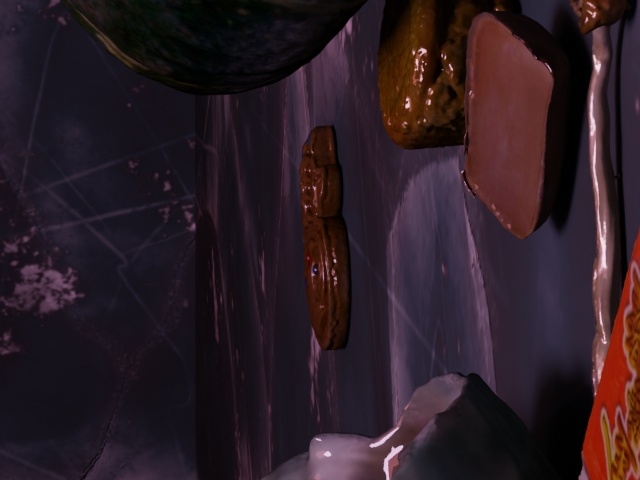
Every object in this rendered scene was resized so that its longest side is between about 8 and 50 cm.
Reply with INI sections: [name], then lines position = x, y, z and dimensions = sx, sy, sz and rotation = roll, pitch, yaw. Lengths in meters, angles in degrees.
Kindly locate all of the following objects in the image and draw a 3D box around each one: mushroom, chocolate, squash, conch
[mushroom]
position = 0.112, 0.036, 0.743
dimensions = 0.026, 0.028, 0.286
rotation = 3, 98, 40
[chocolate]
position = 0.090, -0.051, 0.826
dimensions = 0.064, 0.031, 0.100
rotation = -130, 31, -48
[squash]
position = -0.025, -0.193, 0.941
dimensions = 0.252, 0.165, 0.252
rotation = -57, 6, 9
[conch]
position = 0.030, 0.167, 0.875
dimensions = 0.277, 0.195, 0.220
rotation = 32, -106, -72

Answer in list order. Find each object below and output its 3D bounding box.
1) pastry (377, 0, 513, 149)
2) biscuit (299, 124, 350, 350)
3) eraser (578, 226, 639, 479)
[pastry]
position = 0.060, -0.093, 0.933
dimensions = 0.109, 0.057, 0.097
rotation = -103, 15, -48
[biscuit]
position = 0.000, 0.000, 1.502
dimensions = 0.124, 0.026, 0.175
rotation = 121, 146, -75
[eraser]
position = 0.124, 0.083, 0.595
dimensions = 0.157, 0.038, 0.230
rotation = -101, 13, -47
